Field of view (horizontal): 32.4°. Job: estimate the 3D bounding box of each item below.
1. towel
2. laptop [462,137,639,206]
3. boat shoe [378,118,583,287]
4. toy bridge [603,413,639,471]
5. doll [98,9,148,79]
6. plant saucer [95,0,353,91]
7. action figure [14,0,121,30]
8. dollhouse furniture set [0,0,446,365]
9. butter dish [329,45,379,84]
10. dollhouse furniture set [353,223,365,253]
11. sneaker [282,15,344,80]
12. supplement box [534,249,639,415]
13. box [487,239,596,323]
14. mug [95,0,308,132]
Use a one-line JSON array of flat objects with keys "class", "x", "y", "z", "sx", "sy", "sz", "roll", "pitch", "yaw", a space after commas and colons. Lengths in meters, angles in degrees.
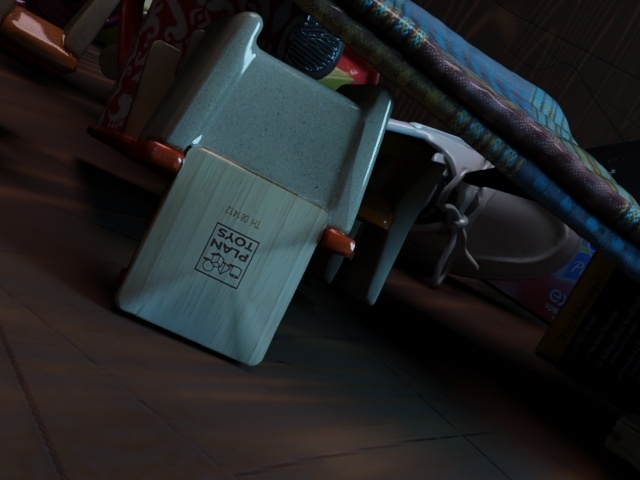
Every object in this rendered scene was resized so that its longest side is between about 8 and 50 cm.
[{"class": "towel", "x": 0.069, "y": -0.110, "z": 0.645, "sx": 0.271, "sy": 0.040, "sz": 0.370, "roll": 37, "pitch": 13, "yaw": -9}, {"class": "laptop", "x": 0.371, "y": 0.063, "z": 0.728, "sx": 0.382, "sy": 0.236, "sz": 0.407, "roll": -12, "pitch": 75, "yaw": -28}, {"class": "boat shoe", "x": 0.091, "y": -0.043, "z": 0.956, "sx": 0.367, "sy": 0.135, "sz": 0.156, "roll": 23, "pitch": 10, "yaw": -18}, {"class": "toy bridge", "x": 0.250, "y": 0.166, "z": 0.650, "sx": 0.188, "sy": 0.026, "sz": 0.063, "roll": 35, "pitch": 13, "yaw": 30}, {"class": "doll", "x": -0.143, "y": -0.150, "z": 1.007, "sx": 0.129, "sy": 0.046, "sz": 0.189, "roll": 65, "pitch": 11, "yaw": -1}, {"class": "plant saucer", "x": -0.162, "y": -0.256, "z": 1.416, "sx": 0.333, "sy": 0.081, "sz": 0.333, "roll": 33, "pitch": 17, "yaw": 17}, {"class": "action figure", "x": -0.245, "y": -0.235, "z": 0.975, "sx": 0.370, "sy": 0.248, "sz": 0.275, "roll": 40, "pitch": -13, "yaw": 53}, {"class": "dollhouse furniture set", "x": -0.070, "y": -0.037, "z": 0.579, "sx": 0.262, "sy": 0.135, "sz": 0.259, "roll": 26, "pitch": -2, "yaw": -20}, {"class": "butter dish", "x": -0.019, "y": -0.210, "z": 1.576, "sx": 0.160, "sy": 0.159, "sz": 0.118, "roll": 34, "pitch": 33, "yaw": 24}, {"class": "dollhouse furniture set", "x": 0.000, "y": 0.000, "z": 0.795, "sx": 0.091, "sy": 0.081, "sz": 0.114, "roll": 59, "pitch": -4, "yaw": 49}, {"class": "sneaker", "x": -0.064, "y": -0.279, "z": 0.938, "sx": 0.124, "sy": 0.295, "sz": 0.178, "roll": -1, "pitch": 3, "yaw": -43}, {"class": "supplement box", "x": 0.320, "y": 0.061, "z": 0.909, "sx": 0.194, "sy": 0.191, "sz": 0.129, "roll": 34, "pitch": 12, "yaw": 22}, {"class": "box", "x": 0.306, "y": 0.051, "z": 1.134, "sx": 0.257, "sy": 0.122, "sz": 0.128, "roll": 36, "pitch": 12, "yaw": 33}, {"class": "mug", "x": -0.090, "y": -0.140, "z": 0.815, "sx": 0.113, "sy": 0.169, "sz": 0.150, "roll": 24, "pitch": 10, "yaw": -28}]
